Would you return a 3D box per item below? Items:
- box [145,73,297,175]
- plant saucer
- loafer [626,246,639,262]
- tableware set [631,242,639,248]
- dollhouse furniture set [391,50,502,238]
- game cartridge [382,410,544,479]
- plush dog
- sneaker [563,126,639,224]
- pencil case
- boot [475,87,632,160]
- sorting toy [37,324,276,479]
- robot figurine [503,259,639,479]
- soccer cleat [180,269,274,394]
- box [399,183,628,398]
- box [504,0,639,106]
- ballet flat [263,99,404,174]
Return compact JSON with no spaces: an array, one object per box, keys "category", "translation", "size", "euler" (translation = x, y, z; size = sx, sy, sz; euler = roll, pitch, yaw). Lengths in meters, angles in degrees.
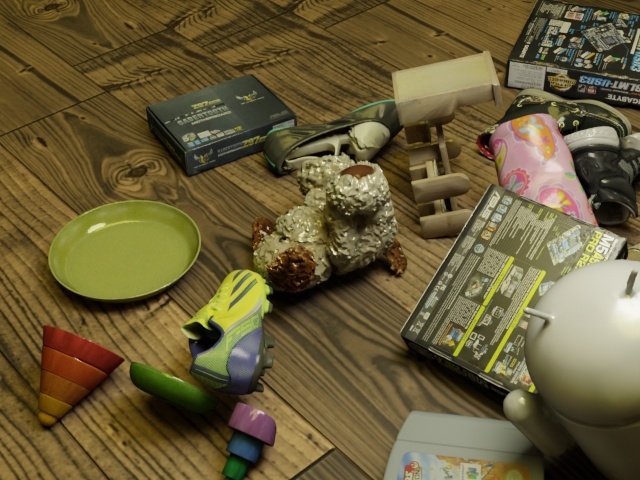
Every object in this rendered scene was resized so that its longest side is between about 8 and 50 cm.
[{"category":"box","translation":[-0.186,-0.223,1.783],"size":[0.232,0.059,0.183],"euler":[-21,43,-22]},{"category":"plant saucer","translation":[-0.310,0.023,1.515],"size":[0.240,0.037,0.241],"euler":[-1,40,1]},{"category":"loafer","translation":[0.472,0.055,1.444],"size":[0.056,0.050,0.148],"euler":[15,43,19]},{"category":"tableware set","translation":[0.609,-0.002,1.515],"size":[0.194,0.039,0.128],"euler":[-25,46,-25]},{"category":"dollhouse furniture set","translation":[0.221,-0.166,1.558],"size":[0.160,0.242,0.212],"euler":[-11,39,8]},{"category":"game cartridge","translation":[0.167,0.331,1.128],"size":[0.198,0.062,0.297],"euler":[8,41,4]},{"category":"plush dog","translation":[0.000,0.000,1.459],"size":[0.225,0.211,0.262],"euler":[-27,17,-8]},{"category":"sneaker","translation":[0.498,-0.101,1.592],"size":[0.101,0.153,0.268],"euler":[-14,-11,41]},{"category":"pencil case","translation":[0.354,-0.058,1.469],"size":[0.124,0.124,0.284],"euler":[-10,63,-10]},{"category":"boot","translation":[0.417,-0.188,1.708],"size":[0.236,0.085,0.178],"euler":[23,48,35]},{"category":"sorting toy","translation":[-0.236,0.230,1.247],"size":[0.365,0.127,0.126],"euler":[19,74,19]},{"category":"robot figurine","translation":[0.365,0.158,1.097],"size":[0.300,0.353,0.200],"euler":[-32,37,14]},{"category":"soccer cleat","translation":[-0.132,0.110,1.314],"size":[0.121,0.093,0.289],"euler":[14,22,-13]},{"category":"box","translation":[0.272,0.076,1.330],"size":[0.216,0.060,0.270],"euler":[26,75,28]},{"category":"box","translation":[0.558,-0.390,1.948],"size":[0.293,0.073,0.295],"euler":[14,42,17]},{"category":"ballet flat","translation":[0.038,-0.173,1.703],"size":[0.280,0.095,0.096],"euler":[-15,51,-1]}]
